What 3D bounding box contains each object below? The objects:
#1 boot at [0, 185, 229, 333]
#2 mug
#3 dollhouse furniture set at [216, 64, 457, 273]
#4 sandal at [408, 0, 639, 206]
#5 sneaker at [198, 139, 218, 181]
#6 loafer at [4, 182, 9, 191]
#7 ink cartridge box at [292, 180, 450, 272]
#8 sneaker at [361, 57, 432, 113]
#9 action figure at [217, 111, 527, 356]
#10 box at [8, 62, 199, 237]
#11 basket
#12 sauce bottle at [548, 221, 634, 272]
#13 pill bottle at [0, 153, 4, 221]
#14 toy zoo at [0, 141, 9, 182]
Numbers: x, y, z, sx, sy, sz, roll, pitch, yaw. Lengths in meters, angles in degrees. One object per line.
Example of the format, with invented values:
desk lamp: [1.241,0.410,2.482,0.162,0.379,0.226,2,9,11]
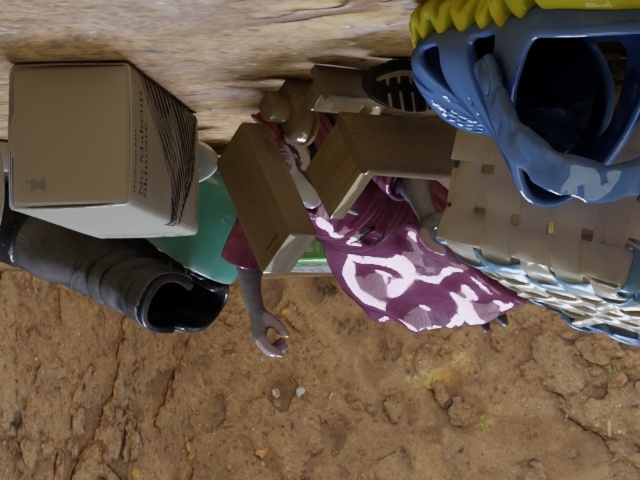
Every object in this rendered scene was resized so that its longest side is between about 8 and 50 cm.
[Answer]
boot: [-0.191,0.026,1.837,0.223,0.118,0.338,26,-166,14]
mug: [-0.125,-0.039,1.768,0.158,0.097,0.129,39,-169,29]
dollhouse furniture set: [0.025,-0.054,1.331,0.123,0.144,0.151,2,139,-35]
sandal: [0.124,-0.084,0.999,0.126,0.138,0.317,-2,178,-5]
sneaker: [-0.155,-0.079,1.659,0.152,0.054,0.061,0,-168,34]
loafer: [-0.340,-0.029,1.826,0.078,0.076,0.223,-44,172,20]
ink cartridge box: [0.088,-0.027,1.867,0.273,0.115,0.198,0,176,4]
sneaker: [0.080,-0.110,1.270,0.109,0.040,0.044,2,177,-20]
action figure: [0.041,-0.045,1.537,0.248,0.276,0.370,-20,147,25]
box: [-0.167,-0.066,1.389,0.094,0.113,0.275,-1,177,6]
basket: [0.249,-0.022,1.231,0.255,0.201,0.289,15,178,45]
sauce bottle: [0.339,-0.007,2.158,0.111,0.111,0.344,4,176,-42]
pill bottle: [-0.407,-0.035,1.265,0.334,0.188,0.188,-2,175,26]
toy zoo: [-0.407,-0.079,1.721,0.293,0.030,0.192,3,175,-40]
